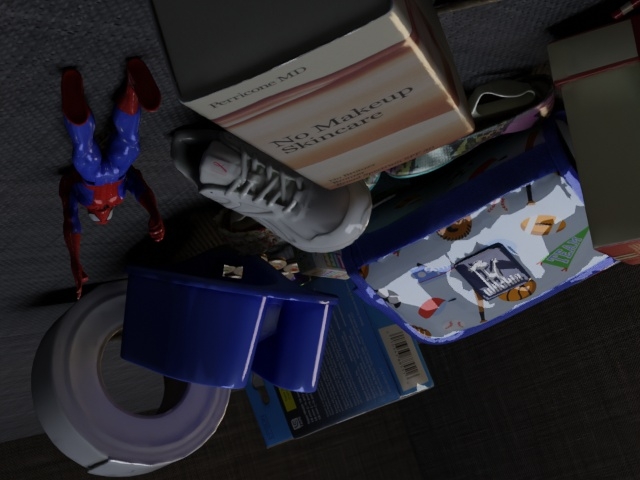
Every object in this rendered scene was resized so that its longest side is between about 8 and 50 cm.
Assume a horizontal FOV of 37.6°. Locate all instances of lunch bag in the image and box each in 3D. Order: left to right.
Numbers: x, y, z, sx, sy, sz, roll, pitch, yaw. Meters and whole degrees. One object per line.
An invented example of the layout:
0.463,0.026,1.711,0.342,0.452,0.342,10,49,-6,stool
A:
0.244,-0.017,1.278,0.328,0.239,0.385,-29,164,24,lunch bag

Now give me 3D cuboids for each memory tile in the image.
-0.106,0.050,1.505,0.148,0.012,0.113,10,149,-33,memory tile

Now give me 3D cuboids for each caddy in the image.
-0.128,0.093,1.279,0.241,0.179,0.341,9,178,-37,caddy

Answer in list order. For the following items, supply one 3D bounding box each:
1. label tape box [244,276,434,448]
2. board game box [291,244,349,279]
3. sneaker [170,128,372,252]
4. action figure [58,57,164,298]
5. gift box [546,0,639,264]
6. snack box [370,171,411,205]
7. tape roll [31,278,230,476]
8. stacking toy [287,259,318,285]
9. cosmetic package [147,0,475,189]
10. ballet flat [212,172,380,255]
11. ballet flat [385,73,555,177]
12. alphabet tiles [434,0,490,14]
0.006,0.200,1.647,0.334,0.240,0.106,-29,167,39,label tape box
0.000,0.000,1.331,0.026,0.103,0.154,-23,167,21,board game box
-0.059,-0.052,0.893,0.232,0.090,0.115,19,-179,37,sneaker
-0.192,-0.040,0.862,0.091,0.139,0.280,-12,168,-18,action figure
0.413,-0.129,0.996,0.276,0.258,0.255,-14,169,21,gift box
0.039,-0.069,1.244,0.100,0.037,0.141,-29,164,37,snack box
-0.280,0.206,1.408,0.286,0.286,0.100,-8,164,-37,tape roll
-0.018,0.060,1.670,0.167,0.052,0.221,-26,165,32,stacking toy
0.007,-0.143,0.696,0.153,0.129,0.296,-21,166,16,cosmetic package
-0.037,-0.048,1.150,0.241,0.091,0.077,-30,140,31,ballet flat
0.167,-0.142,1.067,0.222,0.077,0.079,-21,149,-9,ballet flat
0.223,-0.213,0.746,0.198,0.009,0.237,-15,-168,-12,alphabet tiles
